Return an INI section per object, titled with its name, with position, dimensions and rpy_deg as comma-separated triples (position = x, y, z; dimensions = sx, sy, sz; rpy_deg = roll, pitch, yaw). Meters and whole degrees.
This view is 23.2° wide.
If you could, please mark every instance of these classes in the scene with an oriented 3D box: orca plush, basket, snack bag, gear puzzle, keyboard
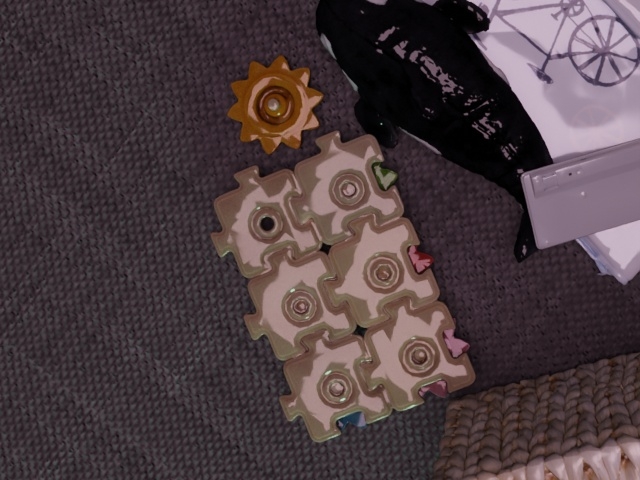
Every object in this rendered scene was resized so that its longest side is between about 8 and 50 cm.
[orca plush]
position = 0.094, -0.101, 1.309
dimensions = 0.151, 0.102, 0.287
rpy_deg = -30, 96, 28
[basket]
position = 0.252, 0.267, 1.234
dimensions = 0.267, 0.328, 0.331
rpy_deg = -12, 95, 10
[snack bag]
position = 0.267, -0.186, 1.332
dimensions = 0.342, 0.037, 0.323
rpy_deg = -44, 90, 9
[gear puzzle]
position = 0.000, 0.000, 1.383
dimensions = 0.176, 0.044, 0.338
rpy_deg = -23, 90, 10
[keyboard]
position = 0.298, -0.060, 1.310
dimensions = 0.256, 0.014, 0.072
rpy_deg = -16, 118, -1
